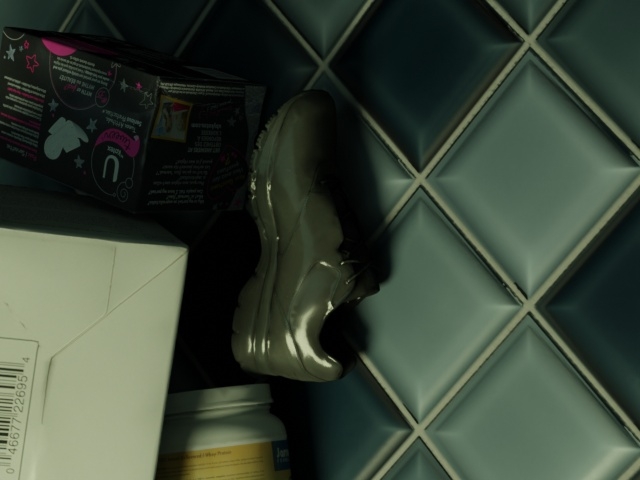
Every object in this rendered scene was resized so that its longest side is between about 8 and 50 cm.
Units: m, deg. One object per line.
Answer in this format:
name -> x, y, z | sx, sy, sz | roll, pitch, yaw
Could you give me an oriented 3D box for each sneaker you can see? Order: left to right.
sneaker -> 0.000, 0.000, 1.377 | 0.130, 0.109, 0.286 | 10, 102, 29

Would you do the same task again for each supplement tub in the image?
supplement tub -> -0.098, 0.246, 1.404 | 0.144, 0.144, 0.200 | -13, 81, 38

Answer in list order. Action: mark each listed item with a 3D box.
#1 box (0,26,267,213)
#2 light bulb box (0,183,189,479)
box -> -0.204, -0.124, 1.492 | 0.247, 0.163, 0.142 | 22, 106, 38
light bulb box -> -0.288, 0.139, 1.411 | 0.361, 0.225, 0.358 | -154, 72, -72
